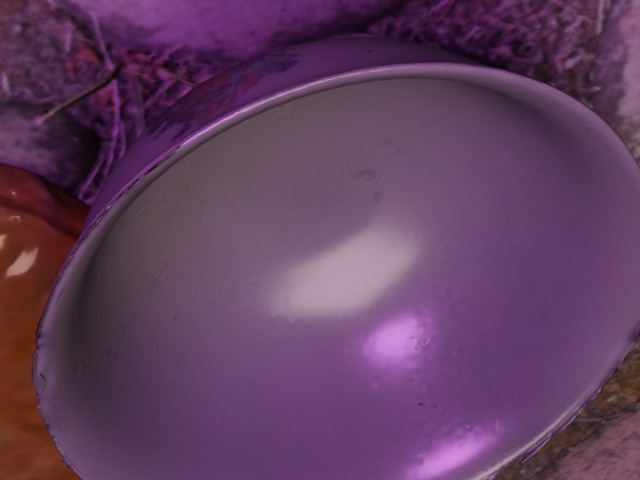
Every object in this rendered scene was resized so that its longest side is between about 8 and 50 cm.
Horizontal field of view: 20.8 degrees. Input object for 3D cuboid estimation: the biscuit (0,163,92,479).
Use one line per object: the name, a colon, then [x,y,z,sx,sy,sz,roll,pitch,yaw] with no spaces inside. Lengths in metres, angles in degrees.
biscuit: [-0.203,0.124,1.125,0.365,0.062,0.385,-36,134,20]

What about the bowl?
bowl: [0.000,0.000,0.972,0.345,0.157,0.345,-10,134,-11]
